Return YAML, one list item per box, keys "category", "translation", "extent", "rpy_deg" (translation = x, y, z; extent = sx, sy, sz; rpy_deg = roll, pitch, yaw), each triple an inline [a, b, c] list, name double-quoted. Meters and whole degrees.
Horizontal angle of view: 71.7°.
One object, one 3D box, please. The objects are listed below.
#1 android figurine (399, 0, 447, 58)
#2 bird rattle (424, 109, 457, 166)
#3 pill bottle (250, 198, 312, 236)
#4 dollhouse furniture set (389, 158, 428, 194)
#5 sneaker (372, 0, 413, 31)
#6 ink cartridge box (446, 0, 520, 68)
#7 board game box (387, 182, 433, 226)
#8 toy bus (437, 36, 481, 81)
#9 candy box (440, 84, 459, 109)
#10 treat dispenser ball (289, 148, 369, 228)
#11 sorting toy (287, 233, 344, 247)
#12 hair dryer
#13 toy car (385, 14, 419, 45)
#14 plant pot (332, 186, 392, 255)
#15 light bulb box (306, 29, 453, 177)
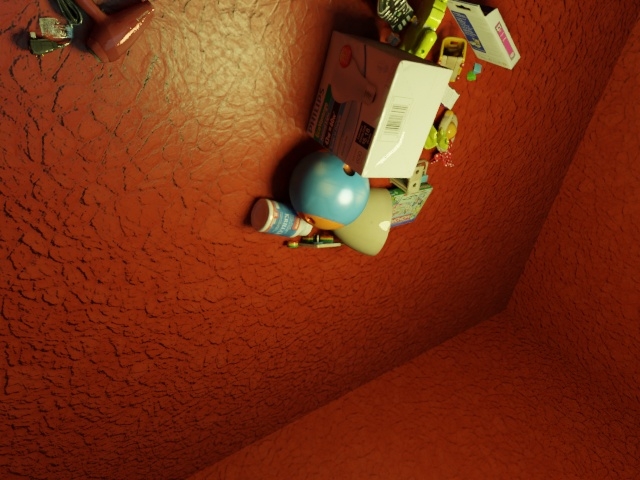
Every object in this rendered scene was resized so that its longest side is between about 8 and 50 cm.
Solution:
- category: "android figurine"
  translation: [0.339, -0.703, 1.454]
  extent: [0.056, 0.249, 0.273]
  rpy_deg: [19, 139, -14]
- category: "bird rattle"
  translation: [0.549, -0.443, 1.925]
  extent: [0.253, 0.143, 0.207]
  rpy_deg: [28, 87, -51]
- category: "pill bottle"
  translation: [-0.139, -0.078, 1.659]
  extent: [0.221, 0.124, 0.124]
  rpy_deg: [9, 116, -43]
- category: "dollhouse furniture set"
  translation: [0.417, -0.303, 1.921]
  extent: [0.183, 0.129, 0.129]
  rpy_deg: [-18, 132, -26]
- category: "sneaker"
  translation: [0.184, -0.745, 1.332]
  extent: [0.106, 0.163, 0.281]
  rpy_deg: [-39, 172, 15]
- category: "ink cartridge box"
  translation: [0.601, -0.784, 1.642]
  extent: [0.370, 0.176, 0.069]
  rpy_deg: [23, 107, -47]
- category: "board game box"
  translation: [0.349, -0.149, 2.009]
  extent: [0.317, 0.046, 0.214]
  rpy_deg: [-15, 143, -36]
- category: "toy bus"
  translation: [0.494, -0.684, 1.687]
  extent: [0.190, 0.202, 0.105]
  rpy_deg: [15, 82, -37]
- category: "candy box"
  translation: [0.390, -0.583, 1.649]
  extent: [0.233, 0.159, 0.071]
  rpy_deg: [16, 111, -44]
- category: "treat dispenser ball"
  translation: [0.031, -0.182, 1.585]
  extent: [0.288, 0.288, 0.288]
  rpy_deg: [-22, 134, -24]
- category: "sorting toy"
  translation: [0.000, 0.000, 1.843]
  extent: [0.274, 0.132, 0.047]
  rpy_deg: [-4, 95, -42]
- category: "hair dryer"
  translation: [-0.523, -0.525, 1.015]
  extent: [0.293, 0.080, 0.224]
  rpy_deg: [-12, 129, -33]
- category: "toy car"
  translation: [0.263, -0.663, 1.403]
  extent: [0.122, 0.041, 0.060]
  rpy_deg: [-39, 172, 16]
- category: "plant pot"
  translation: [0.143, -0.091, 1.798]
  extent: [0.190, 0.284, 0.284]
  rpy_deg: [9, 119, -15]
- category: "light bulb box"
  translation: [0.169, -0.439, 1.434]
  extent: [0.225, 0.361, 0.358]
  rpy_deg: [-4, 125, -35]
